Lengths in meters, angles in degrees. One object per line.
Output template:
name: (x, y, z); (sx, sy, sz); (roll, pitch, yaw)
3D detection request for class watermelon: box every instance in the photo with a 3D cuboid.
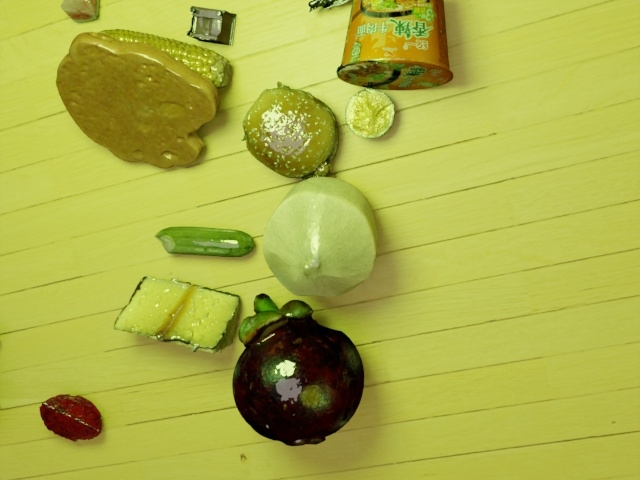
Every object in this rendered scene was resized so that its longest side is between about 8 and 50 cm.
watermelon: (-0.542, -0.546, 1.411); (0.085, 0.072, 0.092); (-9, 93, -5)
watermelon: (0.105, -0.267, 1.329); (0.106, 0.062, 0.105); (0, 96, 4)

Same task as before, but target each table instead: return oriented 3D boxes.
table: (-0.238, -0.467, 1.354); (0.083, 0.082, 0.070); (11, 102, 9)

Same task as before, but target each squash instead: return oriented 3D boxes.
squash: (-0.270, 0.003, 1.447); (0.239, 0.069, 0.069); (4, 100, 10)

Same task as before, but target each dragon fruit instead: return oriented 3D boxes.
dragon fruit: (-0.633, 0.450, 1.595); (0.162, 0.083, 0.106); (27, 123, -12)

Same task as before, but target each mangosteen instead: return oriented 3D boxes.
mangosteen: (-0.053, 0.285, 1.347); (0.311, 0.311, 0.311); (2, 100, 11)

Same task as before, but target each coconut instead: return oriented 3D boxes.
coconut: (0.000, 0.000, 1.288); (0.238, 0.266, 0.237); (1, 111, 3)

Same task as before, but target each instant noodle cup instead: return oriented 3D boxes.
instant noodle cup: (0.149, -0.408, 1.225); (0.230, 0.230, 0.182); (3, 92, 11)

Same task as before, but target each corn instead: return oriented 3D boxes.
corn: (-0.371, -0.386, 1.372); (0.347, 0.130, 0.130); (11, 101, 8)

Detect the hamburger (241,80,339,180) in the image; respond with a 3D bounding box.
hamburger: (-0.055, -0.223, 1.339); (0.215, 0.122, 0.189); (35, 104, 1)

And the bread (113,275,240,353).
bread: (-0.328, 0.182, 1.467); (0.266, 0.141, 0.178); (13, 61, 10)

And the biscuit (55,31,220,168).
biscuit: (-0.387, -0.289, 1.349); (0.352, 0.057, 0.312); (12, 139, 3)

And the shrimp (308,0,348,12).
shrimp: (0.056, -0.600, 1.296); (0.262, 0.051, 0.198); (-31, 85, 12)
